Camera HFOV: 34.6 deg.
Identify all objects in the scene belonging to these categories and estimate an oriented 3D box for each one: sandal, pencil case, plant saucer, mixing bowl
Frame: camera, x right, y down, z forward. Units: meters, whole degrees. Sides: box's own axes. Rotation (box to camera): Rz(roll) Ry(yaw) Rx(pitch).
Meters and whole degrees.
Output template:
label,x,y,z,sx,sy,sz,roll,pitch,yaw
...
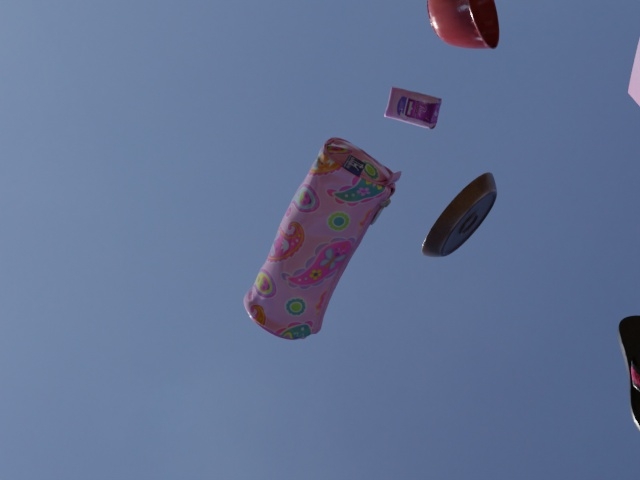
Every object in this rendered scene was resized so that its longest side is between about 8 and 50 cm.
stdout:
label,x,y,z,sx,sy,sz,roll,pitch,yaw
sandal,0.362,0.148,1.105,0.067,0.040,0.179,-3,-130,-5
pencil case,0.000,0.000,1.412,0.124,0.284,0.124,25,-159,-10
plant saucer,0.226,-0.033,1.625,0.029,0.168,0.168,41,-131,18
mixing bowl,0.267,-0.443,1.974,0.098,0.181,0.181,-13,-150,28

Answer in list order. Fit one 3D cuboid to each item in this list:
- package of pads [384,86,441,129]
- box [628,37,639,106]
label,x,y,z,sx,sy,sz,roll,pitch,yaw
package of pads,0.145,-0.210,1.622,0.083,0.050,0.032,19,-163,22
box,0.640,-0.236,1.595,0.243,0.117,0.213,-1,-147,-7
